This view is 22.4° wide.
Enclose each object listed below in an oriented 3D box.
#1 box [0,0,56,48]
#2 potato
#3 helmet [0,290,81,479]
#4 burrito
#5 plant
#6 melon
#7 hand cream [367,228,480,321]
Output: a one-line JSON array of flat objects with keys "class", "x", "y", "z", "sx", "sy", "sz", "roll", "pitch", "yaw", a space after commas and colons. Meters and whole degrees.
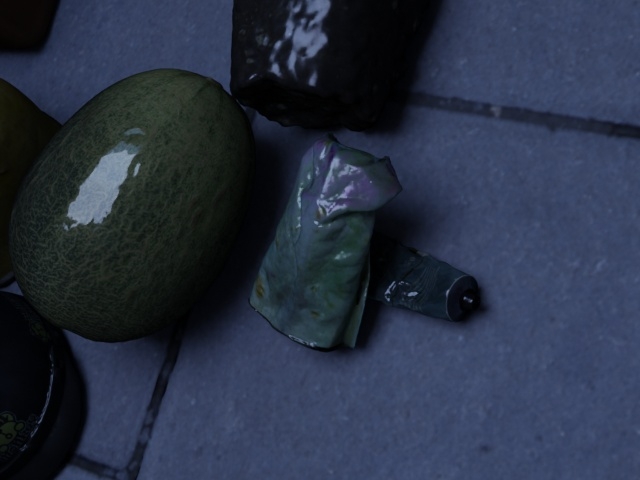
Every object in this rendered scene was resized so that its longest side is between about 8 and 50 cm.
[{"class": "box", "x": -0.508, "y": -0.401, "z": 2.073, "sx": 0.229, "sy": 0.339, "sz": 0.239, "roll": 8, "pitch": 78, "yaw": 32}, {"class": "potato", "x": -0.519, "y": -0.099, "z": 2.004, "sx": 0.397, "sy": 0.296, "sz": 0.290, "roll": -5, "pitch": 70, "yaw": 30}, {"class": "helmet", "x": -0.425, "y": 0.169, "z": 1.927, "sx": 0.230, "sy": 0.160, "sz": 0.279, "roll": -52, "pitch": 53, "yaw": 5}, {"class": "burrito", "x": 0.000, "y": 0.000, "z": 1.704, "sx": 0.144, "sy": 0.089, "sz": 0.229, "roll": 34, "pitch": 122, "yaw": 35}, {"class": "plant", "x": 0.006, "y": -0.266, "z": 1.775, "sx": 0.188, "sy": 0.199, "sz": 0.276, "roll": 9, "pitch": 80, "yaw": 37}, {"class": "melon", "x": -0.205, "y": -0.039, "z": 1.801, "sx": 0.248, "sy": 0.248, "sz": 0.329, "roll": 41, "pitch": 98, "yaw": 36}, {"class": "hand cream", "x": 0.068, "y": 0.027, "z": 1.720, "sx": 0.248, "sy": 0.052, "sz": 0.075, "roll": 23, "pitch": 86, "yaw": 36}]
